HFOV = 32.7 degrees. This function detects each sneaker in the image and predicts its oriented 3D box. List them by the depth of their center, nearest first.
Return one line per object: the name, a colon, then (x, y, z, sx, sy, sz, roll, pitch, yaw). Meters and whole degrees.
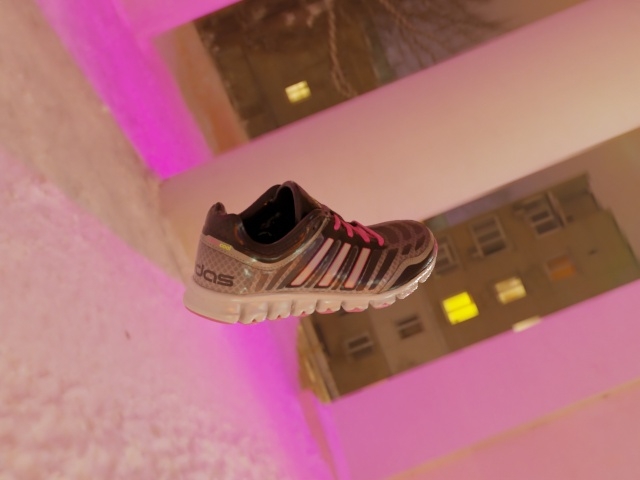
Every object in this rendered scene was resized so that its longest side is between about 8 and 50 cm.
sneaker: (0.000, 0.000, 0.652, 0.063, 0.170, 0.074, 39, -48, 54)
